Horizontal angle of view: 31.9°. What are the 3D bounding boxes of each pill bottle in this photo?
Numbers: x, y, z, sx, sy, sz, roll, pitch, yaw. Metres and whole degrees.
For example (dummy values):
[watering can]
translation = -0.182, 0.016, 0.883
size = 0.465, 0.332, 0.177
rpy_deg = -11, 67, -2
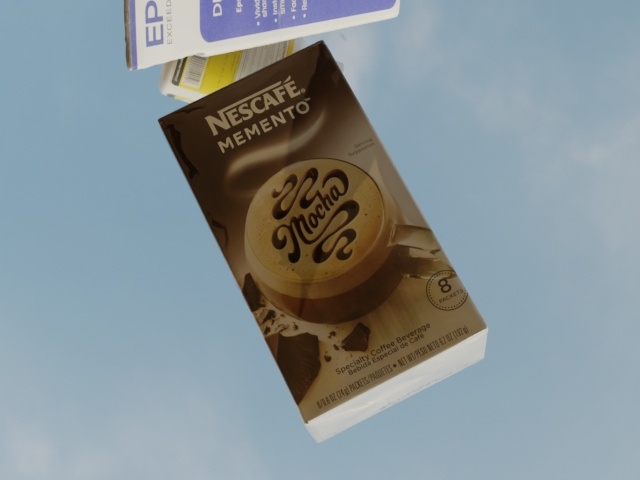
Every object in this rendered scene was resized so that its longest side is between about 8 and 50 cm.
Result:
[pill bottle]
translation = -0.073, -0.180, 1.187
size = 0.184, 0.103, 0.103
rpy_deg = 16, -88, -12

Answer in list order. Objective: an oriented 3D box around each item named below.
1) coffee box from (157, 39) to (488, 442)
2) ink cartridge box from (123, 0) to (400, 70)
[coffee box]
translation = 0.000, 0.000, 0.972
size = 0.168, 0.119, 0.297
rpy_deg = -27, -109, -3
[ink cartridge box]
translation = -0.045, -0.280, 0.707
size = 0.072, 0.307, 0.304
rpy_deg = 13, -68, 33
